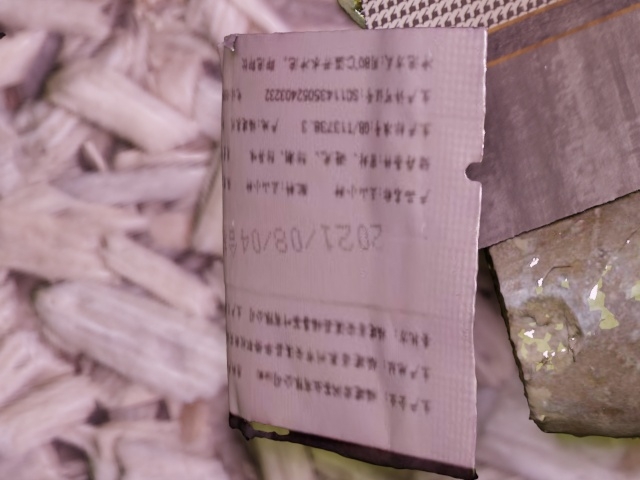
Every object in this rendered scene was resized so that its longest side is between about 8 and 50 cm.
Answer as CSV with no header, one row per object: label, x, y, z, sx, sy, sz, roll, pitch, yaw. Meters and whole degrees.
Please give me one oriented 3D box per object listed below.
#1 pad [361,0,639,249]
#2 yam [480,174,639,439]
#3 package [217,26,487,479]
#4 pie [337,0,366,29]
pad,0.157,-0.158,0.872,0.323,0.055,0.250,-32,55,32
yam,0.195,0.017,0.891,0.254,0.154,0.154,-9,92,14
package,0.000,0.000,0.916,0.062,0.251,0.204,-5,95,-26
pie,0.048,-0.142,0.984,0.085,0.017,0.085,2,96,16
